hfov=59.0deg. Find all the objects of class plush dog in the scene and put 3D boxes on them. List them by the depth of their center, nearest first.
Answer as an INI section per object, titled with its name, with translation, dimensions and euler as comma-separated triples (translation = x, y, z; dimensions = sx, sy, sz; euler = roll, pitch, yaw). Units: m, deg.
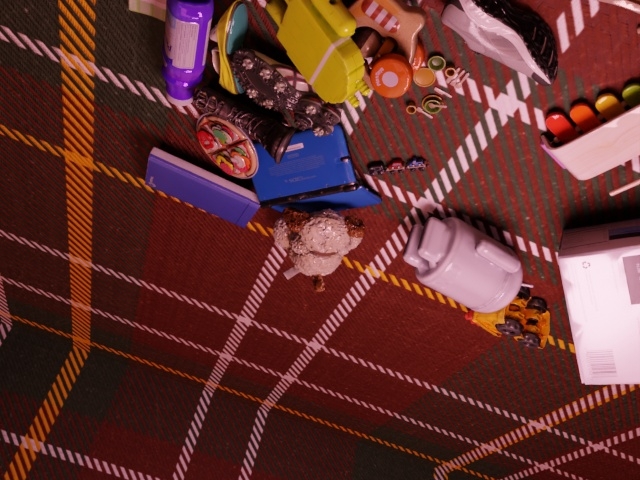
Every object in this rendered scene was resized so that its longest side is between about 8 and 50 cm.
[plush dog]
translation = 0.000, 0.000, 1.544
dimensions = 0.262, 0.211, 0.225
euler = 4, 146, -6

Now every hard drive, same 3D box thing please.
[hard drive]
translation = -0.336, -0.142, 1.608
dimensions = 0.318, 0.040, 0.210
euler = 24, 158, -12

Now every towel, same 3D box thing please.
[towel]
translation = -0.353, -0.534, 1.183
dimensions = 0.113, 0.023, 0.152
euler = 18, 142, -3

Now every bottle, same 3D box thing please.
[bottle]
translation = -0.295, -0.419, 1.229
dimensions = 0.092, 0.118, 0.283
euler = -3, 148, -22

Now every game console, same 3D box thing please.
[game console]
translation = -0.017, -0.174, 1.515
dimensions = 0.293, 0.173, 0.250
euler = -9, 105, 27

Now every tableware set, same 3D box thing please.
[tableware set]
translation = 0.243, -0.331, 1.238
dimensions = 0.104, 0.024, 0.154
euler = 26, 141, -13

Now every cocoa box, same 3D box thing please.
[cocoa box]
translation = 0.738, 0.144, 1.391
dimensions = 0.231, 0.228, 0.347
euler = -10, 104, 28

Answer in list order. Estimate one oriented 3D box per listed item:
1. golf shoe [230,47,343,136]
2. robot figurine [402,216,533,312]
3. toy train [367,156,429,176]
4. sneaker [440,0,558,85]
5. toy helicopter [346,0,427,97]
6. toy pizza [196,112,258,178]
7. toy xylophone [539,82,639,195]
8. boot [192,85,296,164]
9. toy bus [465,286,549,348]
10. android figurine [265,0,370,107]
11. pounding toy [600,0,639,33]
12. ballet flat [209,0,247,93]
[golf shoe]
translation = -0.071, -0.343, 1.254
dimensions = 0.272, 0.120, 0.105
euler = 32, 144, -18
[robot figurine]
translation = 0.399, 0.070, 1.539
dimensions = 0.353, 0.200, 0.300
euler = 27, 160, -15
[toy train]
translation = 0.194, -0.188, 1.430
dimensions = 0.158, 0.027, 0.036
euler = -3, 128, 22
[sneaker]
translation = 0.350, -0.389, 1.086
dimensions = 0.271, 0.100, 0.108
euler = 33, 153, -16
[toy helicopter]
translation = 0.089, -0.460, 1.077
dimensions = 0.234, 0.140, 0.355
euler = 15, 132, 14
[toy pizza]
translation = -0.246, -0.236, 1.454
dimensions = 0.201, 0.032, 0.201
euler = 27, 145, 21
[toy xylophone]
translation = 0.645, -0.218, 1.197
dimensions = 0.322, 0.081, 0.236
euler = -22, 129, 38
[boot]
translation = -0.183, -0.274, 1.291
dimensions = 0.228, 0.263, 0.091
euler = 23, 105, -19
[toy bus]
translation = 0.569, 0.241, 1.756
dimensions = 0.220, 0.150, 0.211
euler = 33, 152, -26
[android figurine]
translation = -0.002, -0.379, 1.096
dimensions = 0.273, 0.056, 0.248
euler = 52, 162, -1
[pounding toy]
translation = 0.578, -0.385, 0.954
dimensions = 0.269, 0.154, 0.155
euler = 16, 142, -1
[ballet flat]
translation = -0.204, -0.422, 1.238
dimensions = 0.077, 0.077, 0.231
euler = 26, 146, 14
